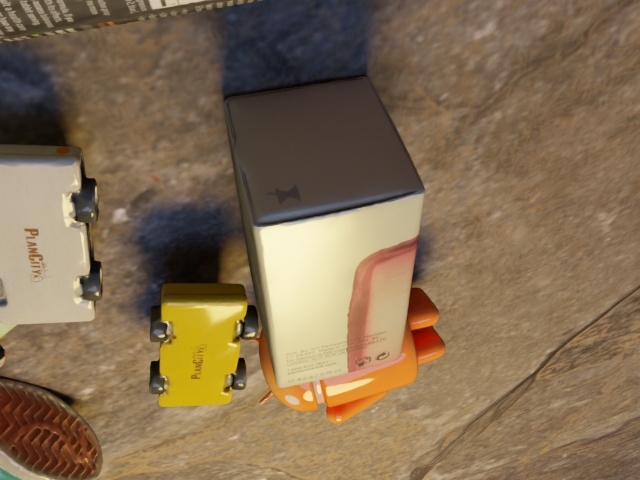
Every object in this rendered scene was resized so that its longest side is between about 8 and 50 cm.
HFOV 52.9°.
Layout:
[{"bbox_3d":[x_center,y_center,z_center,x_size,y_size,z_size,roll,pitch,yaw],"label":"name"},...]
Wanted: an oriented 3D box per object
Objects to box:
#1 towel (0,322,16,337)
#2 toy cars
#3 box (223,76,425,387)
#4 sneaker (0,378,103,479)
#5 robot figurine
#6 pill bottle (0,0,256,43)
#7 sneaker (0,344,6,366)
[{"bbox_3d":[-0.364,0.026,0.451,0.248,0.038,0.325,-42,148,-28],"label":"towel"},{"bbox_3d":[-0.179,0.038,0.598,0.176,0.087,0.394,-28,136,15],"label":"toy cars"},{"bbox_3d":[0.000,0.000,0.565,0.126,0.149,0.232,-11,140,-9],"label":"box"},{"bbox_3d":[-0.395,0.220,0.713,0.121,0.108,0.302,-37,129,23],"label":"sneaker"},{"bbox_3d":[0.026,0.120,0.728,0.219,0.128,0.158,-14,147,-4],"label":"robot figurine"},{"bbox_3d":[-0.076,-0.187,0.335,0.245,0.130,0.130,-12,140,-7],"label":"pill bottle"},{"bbox_3d":[-0.387,0.105,0.608,0.063,0.075,0.170,-1,-179,44],"label":"sneaker"}]
